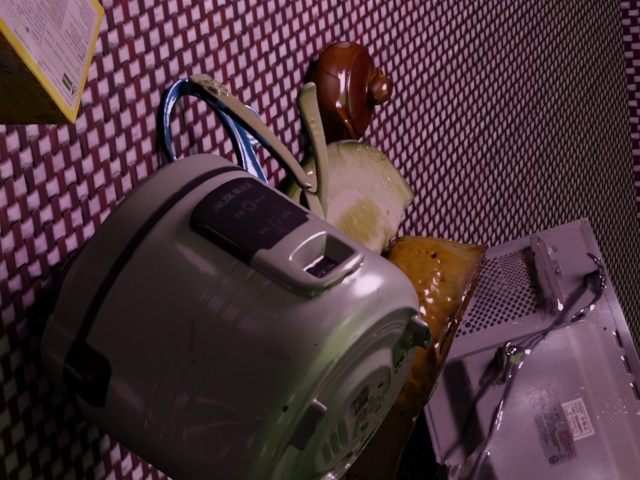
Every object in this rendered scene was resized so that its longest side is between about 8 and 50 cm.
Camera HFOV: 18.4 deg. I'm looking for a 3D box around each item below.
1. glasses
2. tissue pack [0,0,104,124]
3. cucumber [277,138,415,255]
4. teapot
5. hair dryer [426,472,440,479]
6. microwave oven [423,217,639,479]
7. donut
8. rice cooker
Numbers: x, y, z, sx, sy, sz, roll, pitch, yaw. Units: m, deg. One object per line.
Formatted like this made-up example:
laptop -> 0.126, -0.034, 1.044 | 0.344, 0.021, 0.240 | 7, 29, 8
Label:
glasses -> -0.053, -0.037, 1.551 | 0.207, 0.102, 0.239 | 129, -57, -72
tissue pack -> -0.208, -0.158, 1.267 | 0.176, 0.062, 0.095 | 59, 37, -57
cucumber -> -0.003, -0.001, 1.813 | 0.145, 0.105, 0.325 | 55, 27, -9
teapot -> 0.032, -0.142, 1.949 | 0.129, 0.078, 0.098 | -68, 150, -50
hair dryer -> 0.143, 0.297, 2.339 | 0.083, 0.026, 0.047 | 56, 34, -46
microwave oven -> 0.257, 0.248, 2.130 | 0.374, 0.236, 0.432 | 68, 6, -46
donut -> 0.071, 0.111, 1.908 | 0.272, 0.107, 0.272 | 20, 90, -86
rice cooker -> -0.064, 0.062, 1.388 | 0.226, 0.244, 0.226 | -45, 153, -30
